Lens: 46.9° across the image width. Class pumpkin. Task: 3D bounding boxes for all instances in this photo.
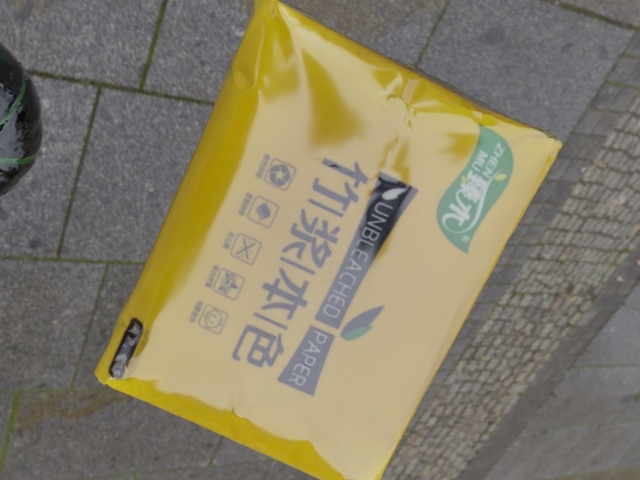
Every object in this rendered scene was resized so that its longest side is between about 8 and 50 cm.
[{"bbox_3d":[-0.559,-0.163,1.071,0.315,0.238,0.315,-26,137,-27],"label":"pumpkin"}]

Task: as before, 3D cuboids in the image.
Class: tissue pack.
[{"bbox_3d":[0.000,0.000,0.718,0.293,0.228,0.381,25,101,-5],"label":"tissue pack"}]
